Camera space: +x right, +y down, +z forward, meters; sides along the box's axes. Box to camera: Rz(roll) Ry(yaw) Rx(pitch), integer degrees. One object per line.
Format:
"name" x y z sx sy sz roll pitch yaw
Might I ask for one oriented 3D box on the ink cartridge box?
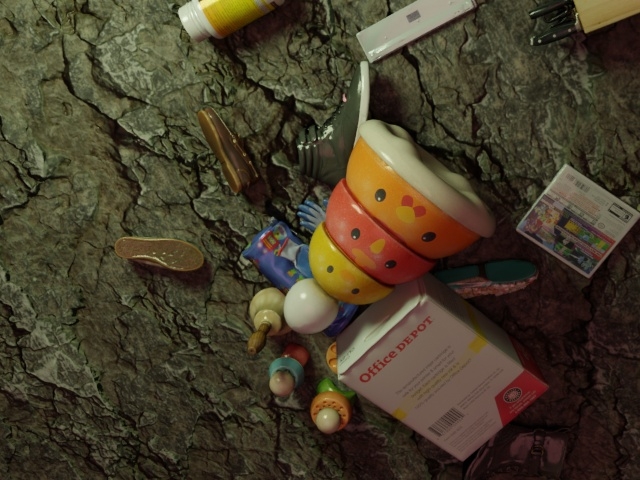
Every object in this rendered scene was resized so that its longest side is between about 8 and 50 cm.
"ink cartridge box" 0.265 0.274 1.750 0.385 0.160 0.279 37 111 -19

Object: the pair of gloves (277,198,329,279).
"pair of gloves" 0.000 0.000 1.782 0.159 0.023 0.198 30 67 -11

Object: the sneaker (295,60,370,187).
"sneaker" 0.025 -0.255 1.717 0.147 0.104 0.295 11 112 1

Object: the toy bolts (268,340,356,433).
"toy bolts" -0.010 0.332 1.863 0.229 0.158 0.218 24 108 2

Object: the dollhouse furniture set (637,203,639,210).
"dollhouse furniture set" 0.795 -0.190 1.557 0.152 0.201 0.373 17 107 5

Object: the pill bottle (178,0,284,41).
"pill bottle" -0.193 -0.513 1.675 0.215 0.117 0.117 -25 100 15

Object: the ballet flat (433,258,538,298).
"ballet flat" 0.374 0.094 1.783 0.241 0.091 0.077 -5 135 15

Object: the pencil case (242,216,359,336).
"pencil case" -0.040 0.084 1.821 0.306 0.119 0.133 45 63 -4

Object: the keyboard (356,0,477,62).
"keyboard" 0.205 -0.472 1.677 0.256 0.014 0.072 -26 95 15

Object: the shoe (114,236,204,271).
"shoe" -0.387 0.028 1.901 0.219 0.058 0.076 11 87 2

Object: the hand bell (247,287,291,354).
"hand bell" -0.132 0.208 1.805 0.126 0.242 0.126 3 107 9

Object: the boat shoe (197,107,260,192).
"boat shoe" -0.210 -0.214 1.795 0.073 0.073 0.206 -31 105 -22

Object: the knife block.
"knife block" 0.543 -0.459 1.509 0.242 0.276 0.088 -27 102 -14

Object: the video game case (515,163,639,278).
"video game case" 0.570 -0.042 1.731 0.201 0.023 0.183 33 108 -2

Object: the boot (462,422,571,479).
"boot" 0.469 0.544 1.879 0.229 0.091 0.262 15 106 6

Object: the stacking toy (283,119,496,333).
"stacking toy" 0.099 0.021 1.643 0.351 0.350 0.479 38 104 -2
